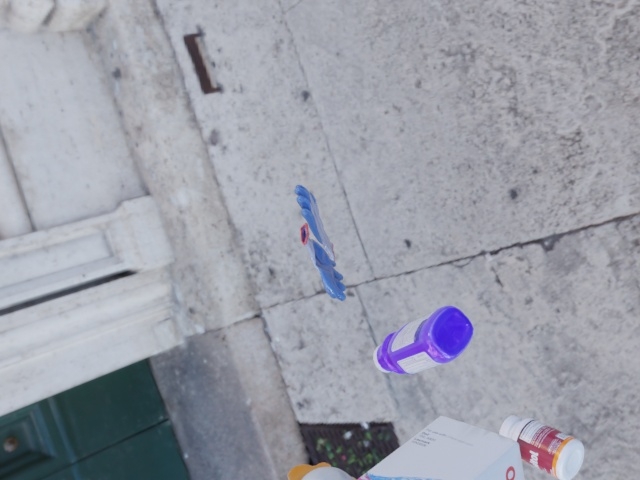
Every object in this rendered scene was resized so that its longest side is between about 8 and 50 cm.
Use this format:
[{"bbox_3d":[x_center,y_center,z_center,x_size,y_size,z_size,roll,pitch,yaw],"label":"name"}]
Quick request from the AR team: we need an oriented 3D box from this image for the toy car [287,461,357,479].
[{"bbox_3d":[0.048,0.443,1.196,0.238,0.210,0.219,40,138,33],"label":"toy car"}]

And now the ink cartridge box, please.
[{"bbox_3d":[0.103,0.348,0.766,0.117,0.278,0.201,5,113,49],"label":"ink cartridge box"}]

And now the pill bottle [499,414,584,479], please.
[{"bbox_3d":[0.438,0.409,1.441,0.152,0.086,0.086,18,118,49],"label":"pill bottle"}]

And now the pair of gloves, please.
[{"bbox_3d":[0.000,0.000,1.192,0.198,0.023,0.159,-97,-17,-49],"label":"pair of gloves"}]

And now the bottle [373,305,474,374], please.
[{"bbox_3d":[0.200,0.219,1.498,0.092,0.118,0.283,47,149,-1],"label":"bottle"}]
